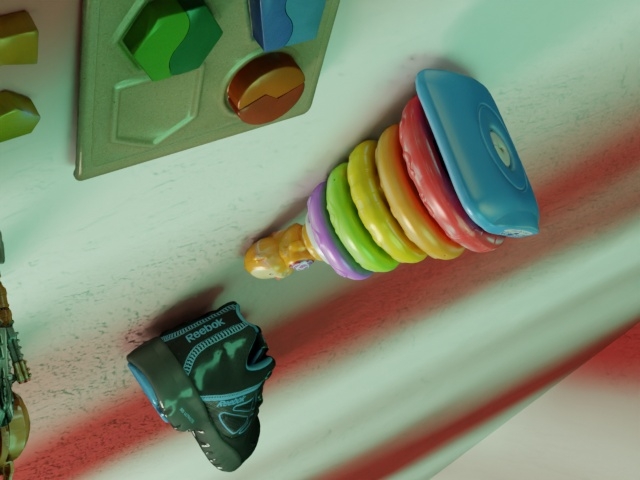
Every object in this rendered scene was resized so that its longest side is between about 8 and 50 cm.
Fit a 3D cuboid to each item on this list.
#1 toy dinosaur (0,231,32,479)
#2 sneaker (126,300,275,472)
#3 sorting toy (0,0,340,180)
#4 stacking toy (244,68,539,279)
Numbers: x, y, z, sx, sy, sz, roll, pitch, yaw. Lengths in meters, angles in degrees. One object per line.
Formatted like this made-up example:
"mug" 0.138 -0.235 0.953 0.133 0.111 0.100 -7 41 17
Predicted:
"toy dinosaur" -0.289 0.123 0.834 0.164 0.218 0.321 18 85 -43
"sneaker" -0.104 0.175 1.317 0.140 0.125 0.341 -35 160 -5
"sorting toy" -0.116 -0.118 0.812 0.307 0.041 0.229 -20 154 -27
"stacking toy" 0.047 -0.026 1.110 0.302 0.165 0.175 -26 165 24
